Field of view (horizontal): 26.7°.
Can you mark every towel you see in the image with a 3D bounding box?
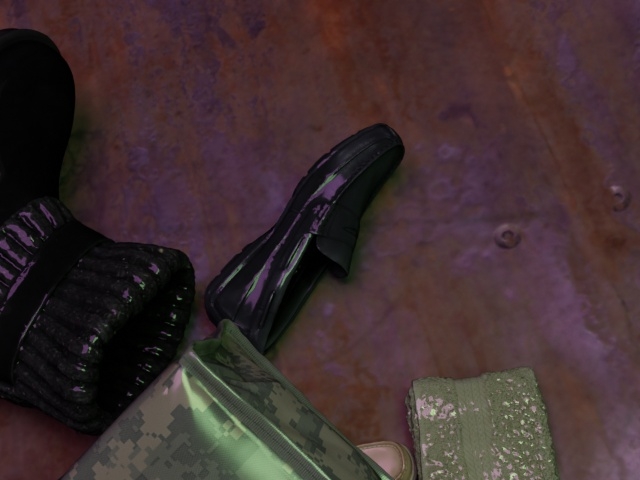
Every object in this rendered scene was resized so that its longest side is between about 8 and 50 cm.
[{"bbox_3d":[0.122,0.163,0.999,0.110,0.027,0.148,-7,57,2],"label":"towel"}]

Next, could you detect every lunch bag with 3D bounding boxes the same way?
[{"bbox_3d":[-0.048,0.235,0.909,0.287,0.169,0.235,44,97,2],"label":"lunch bag"}]

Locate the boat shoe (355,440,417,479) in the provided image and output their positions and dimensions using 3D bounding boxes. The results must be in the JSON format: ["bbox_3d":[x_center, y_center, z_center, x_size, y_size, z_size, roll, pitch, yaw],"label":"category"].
[{"bbox_3d":[-0.010,0.192,1.014,0.170,0.059,0.063,-24,56,3],"label":"boat shoe"}]

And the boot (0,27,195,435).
[{"bbox_3d":[-0.221,-0.016,1.159,0.260,0.131,0.348,7,73,29],"label":"boot"}]

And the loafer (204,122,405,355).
[{"bbox_3d":[0.000,0.000,1.120,0.078,0.076,0.223,37,81,26],"label":"loafer"}]
